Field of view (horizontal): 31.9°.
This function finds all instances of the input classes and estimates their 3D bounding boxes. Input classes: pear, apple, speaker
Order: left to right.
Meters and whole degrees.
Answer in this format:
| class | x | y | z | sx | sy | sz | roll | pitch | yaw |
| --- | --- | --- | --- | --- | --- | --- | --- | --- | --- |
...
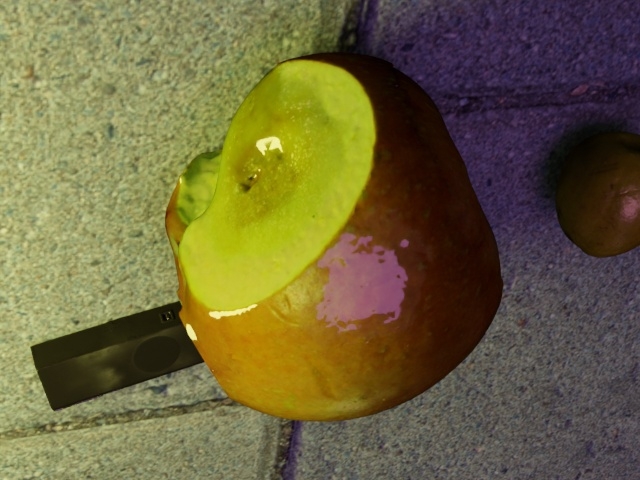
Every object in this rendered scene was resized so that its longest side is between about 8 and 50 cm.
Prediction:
| class | x | y | z | sx | sy | sz | roll | pitch | yaw |
| --- | --- | --- | --- | --- | --- | --- | --- | --- | --- |
| speaker | -0.236 | 0.138 | 1.372 | 0.218 | 0.044 | 0.082 | -16 | 132 | -11 |
| apple | 0.000 | 0.000 | 1.195 | 0.374 | 0.374 | 0.384 | -24 | 103 | -4 |
| pear | 0.366 | -0.059 | 1.407 | 0.149 | 0.149 | 0.162 | 4 | 126 | -26 |
